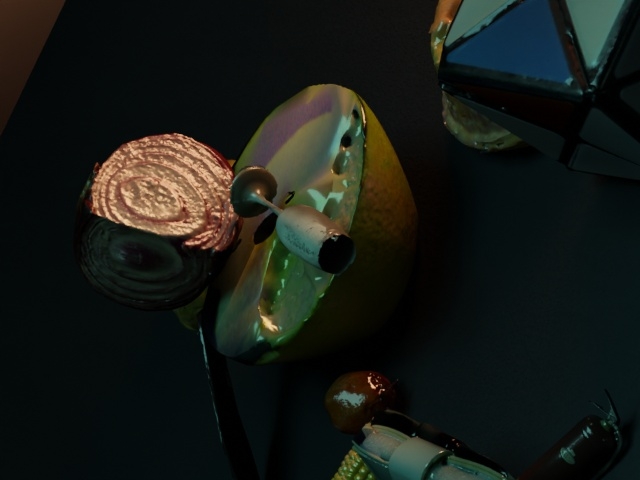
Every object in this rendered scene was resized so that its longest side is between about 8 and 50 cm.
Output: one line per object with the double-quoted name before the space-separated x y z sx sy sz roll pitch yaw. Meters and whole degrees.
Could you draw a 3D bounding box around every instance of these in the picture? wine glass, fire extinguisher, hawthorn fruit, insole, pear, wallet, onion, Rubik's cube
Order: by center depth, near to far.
"fire extinguisher" 0.256 0.226 1.443 0.158 0.043 0.064 -48 62 26
"wallet" 0.146 0.270 1.452 0.075 0.176 0.250 -46 26 -14
"Rubik's cube" 0.311 -0.214 1.471 0.250 0.248 0.246 18 82 51
"wine glass" -0.033 -0.022 1.739 0.074 0.074 0.262 -61 33 4
"hawthorn fruit" 0.055 0.198 1.754 0.093 0.081 0.081 -30 43 43
"pear" 0.005 0.000 1.902 0.399 0.165 0.398 -38 39 40
"insole" -0.121 0.236 1.915 0.012 0.110 0.309 -21 65 13
"onion" -0.225 -0.028 1.926 0.207 0.216 0.206 124 166 -49

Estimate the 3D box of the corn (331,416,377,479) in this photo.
"corn" 0.036 0.329 1.660 0.244 0.093 0.093 -59 29 6

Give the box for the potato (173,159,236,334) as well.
"potato" -0.179 0.008 2.220 0.173 0.140 0.300 -24 46 39

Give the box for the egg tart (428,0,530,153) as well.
"egg tart" 0.244 -0.283 1.777 0.352 0.150 0.352 -41 35 38
